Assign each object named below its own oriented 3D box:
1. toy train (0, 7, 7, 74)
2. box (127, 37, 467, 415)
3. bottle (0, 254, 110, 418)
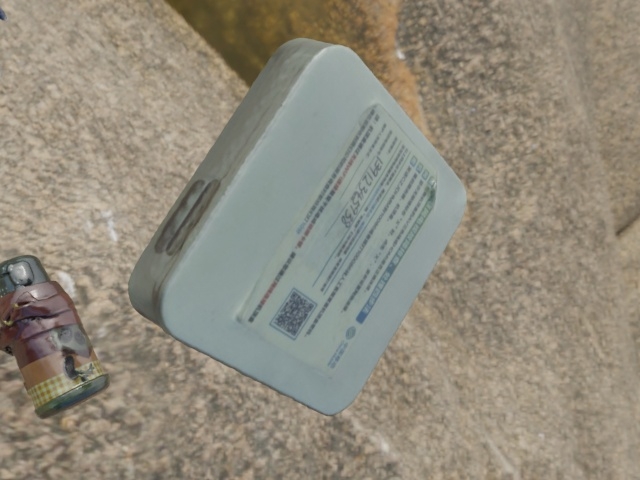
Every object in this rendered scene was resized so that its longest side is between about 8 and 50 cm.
[{"bbox_3d":[-0.348,-0.221,0.475,0.131,0.202,0.300,-43,138,-11],"label":"toy train"},{"bbox_3d":[-0.001,0.000,0.946,0.396,0.111,0.396,40,80,-43],"label":"box"},{"bbox_3d":[-0.471,0.156,1.219,0.143,0.156,0.271,-24,86,-27],"label":"bottle"}]
